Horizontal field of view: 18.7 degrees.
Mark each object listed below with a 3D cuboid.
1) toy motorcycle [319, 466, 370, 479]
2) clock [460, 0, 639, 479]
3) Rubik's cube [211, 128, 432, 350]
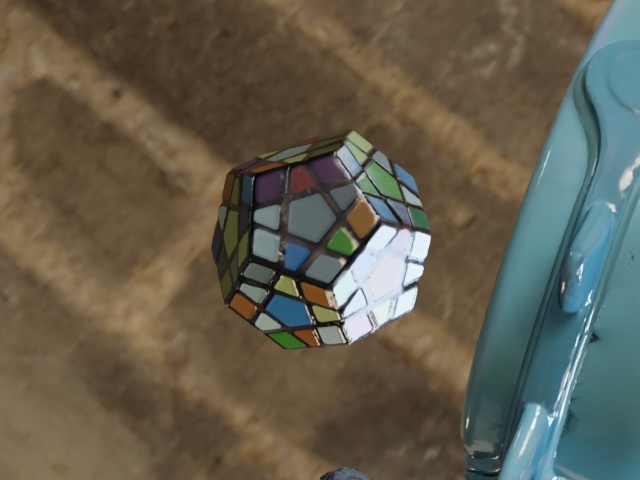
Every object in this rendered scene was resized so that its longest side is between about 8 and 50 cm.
[{"bbox_3d":[0.055,0.251,1.314,0.082,0.122,0.213,-26,-56,25],"label":"toy motorcycle"},{"bbox_3d":[0.134,0.012,0.837,0.094,0.274,0.224,18,-63,10],"label":"clock"},{"bbox_3d":[0.000,0.000,1.131,0.133,0.112,0.133,17,-38,13],"label":"Rubik's cube"}]
